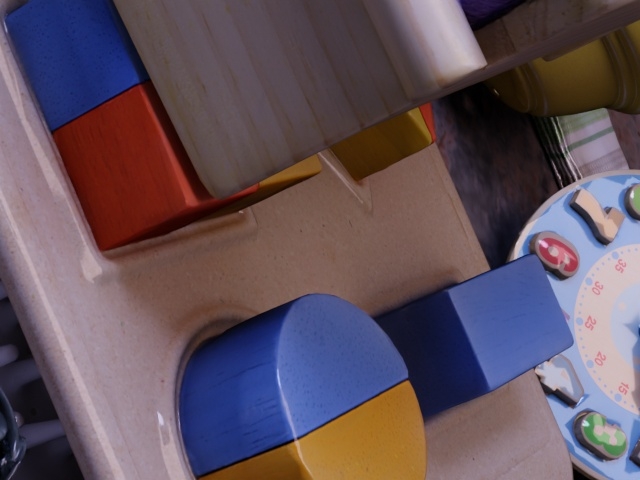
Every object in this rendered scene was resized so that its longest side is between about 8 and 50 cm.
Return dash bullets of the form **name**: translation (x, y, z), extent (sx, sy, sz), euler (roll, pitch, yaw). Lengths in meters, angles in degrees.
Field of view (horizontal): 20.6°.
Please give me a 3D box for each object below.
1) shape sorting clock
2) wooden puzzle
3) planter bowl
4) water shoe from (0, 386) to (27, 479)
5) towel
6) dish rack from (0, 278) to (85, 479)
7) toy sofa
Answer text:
- **shape sorting clock**: translation (0.204, 0.055, 1.077), extent (0.206, 0.040, 0.206), euler (6, 75, -24)
- **wooden puzzle**: translation (0.000, 0.000, 0.720), extent (0.322, 0.080, 0.348), euler (-18, 89, -59)
- **planter bowl**: translation (0.131, -0.143, 1.082), extent (0.217, 0.090, 0.217), euler (52, -6, 8)
- **water shoe**: translation (-0.117, 0.075, 0.458), extent (0.073, 0.080, 0.203), euler (-6, 77, -57)
- **towel**: translation (0.187, -0.074, 1.228), extent (0.113, 0.023, 0.152), euler (-26, 95, -57)
- **dish rack**: translation (-0.107, -0.020, 0.708), extent (0.285, 0.072, 0.333), euler (17, 59, -53)
- **toy sofa**: translation (0.076, -0.148, 0.703), extent (0.362, 0.177, 0.150), euler (-27, 92, -58)
